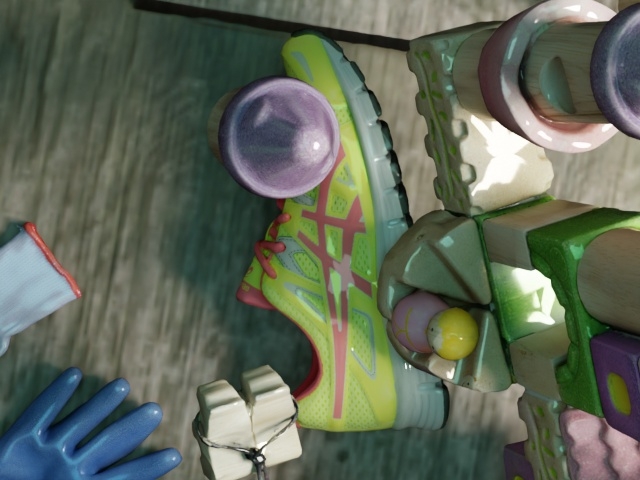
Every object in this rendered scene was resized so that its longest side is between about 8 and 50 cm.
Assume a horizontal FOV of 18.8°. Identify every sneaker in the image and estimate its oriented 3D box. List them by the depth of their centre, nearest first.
[{"bbox_3d":[0.000,0.000,0.951,0.094,0.081,0.208,-12,90,2],"label":"sneaker"}]

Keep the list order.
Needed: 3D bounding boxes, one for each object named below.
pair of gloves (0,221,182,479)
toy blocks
[{"bbox_3d":[-0.174,0.086,0.980,0.159,0.023,0.198,-32,90,0],"label":"pair of gloves"},{"bbox_3d":[0.117,0.038,0.806,0.309,0.260,0.288,-16,102,-17],"label":"toy blocks"}]
